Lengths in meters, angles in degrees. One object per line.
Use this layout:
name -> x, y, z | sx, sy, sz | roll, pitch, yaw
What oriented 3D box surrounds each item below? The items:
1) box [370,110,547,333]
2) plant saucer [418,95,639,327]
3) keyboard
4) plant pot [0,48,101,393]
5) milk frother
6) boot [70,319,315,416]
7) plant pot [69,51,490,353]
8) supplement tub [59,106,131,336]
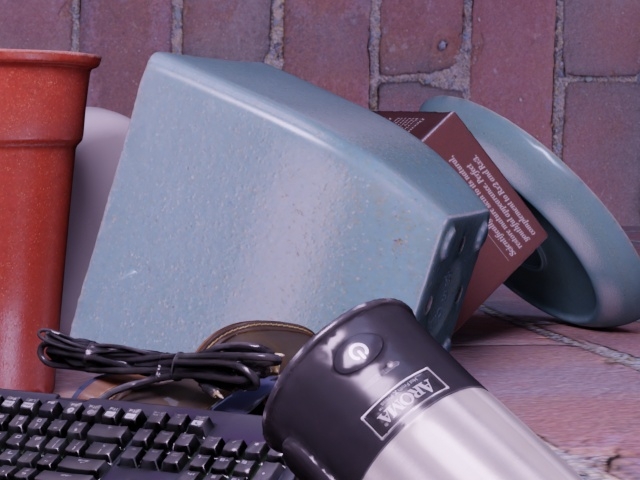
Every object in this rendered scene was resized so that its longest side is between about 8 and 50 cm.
box -> 0.078, -0.015, 1.629 | 0.167, 0.168, 0.203 | -44, 19, -15
plant saucer -> 0.205, -0.017, 1.695 | 0.044, 0.317, 0.317 | -44, 18, -14
keyboard -> -0.142, 0.100, 0.902 | 0.317, 0.033, 0.201 | 3, 27, 25
plant pot -> -0.303, -0.010, 1.247 | 0.272, 0.265, 0.272 | 0, 5, 0
milk frother -> 0.043, 0.122, 0.682 | 0.135, 0.129, 0.143 | 44, -4, 31
boot -> -0.045, 0.109, 1.017 | 0.106, 0.082, 0.219 | 17, 23, 38
plant pot -> -0.010, 0.006, 1.317 | 0.252, 0.247, 0.248 | 19, 10, 17
supplement tub -> -0.318, -0.015, 1.571 | 0.316, 0.228, 0.228 | 3, 5, 33
